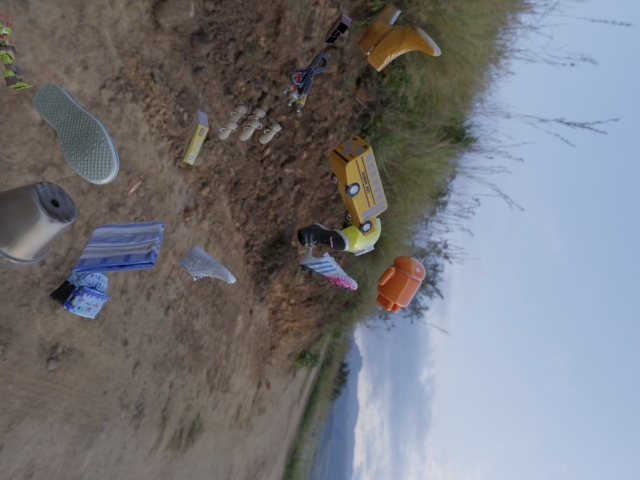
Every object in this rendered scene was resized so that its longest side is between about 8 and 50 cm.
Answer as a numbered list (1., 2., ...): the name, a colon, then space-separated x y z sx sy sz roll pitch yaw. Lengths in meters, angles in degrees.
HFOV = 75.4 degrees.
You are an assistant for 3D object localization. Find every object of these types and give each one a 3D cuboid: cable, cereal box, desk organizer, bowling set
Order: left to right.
1. cereal box: -0.527 -0.439 1.743 0.173 0.047 0.240 -60 -151 19
2. bowling set: -0.343 -0.572 1.916 0.154 0.286 0.200 -26 -104 49
3. cable: -0.063 -0.655 1.632 0.139 0.072 0.287 50 53 -45
4. desk organizer: 0.068 -0.848 1.676 0.130 0.047 0.050 -30 -139 53

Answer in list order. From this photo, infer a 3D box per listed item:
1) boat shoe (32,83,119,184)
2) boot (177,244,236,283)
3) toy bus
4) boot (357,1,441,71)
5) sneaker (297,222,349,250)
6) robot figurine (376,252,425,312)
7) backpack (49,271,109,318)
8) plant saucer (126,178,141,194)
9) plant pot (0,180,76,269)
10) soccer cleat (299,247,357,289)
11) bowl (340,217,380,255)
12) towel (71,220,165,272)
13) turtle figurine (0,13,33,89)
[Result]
1. boat shoe: -0.895 -0.391 1.563 0.500 0.187 0.156 46 -7 18
2. boot: -0.502 0.137 1.816 0.123 0.258 0.095 -49 163 -23
3. toy bus: 0.131 -0.167 1.374 0.108 0.130 0.333 48 -11 44
4. boot: 0.298 -0.742 1.608 0.211 0.295 0.104 -50 170 34
5. sneaker: 0.000 0.000 1.954 0.295 0.146 0.105 25 -54 48
6. robot figurine: 0.286 0.146 1.471 0.220 0.158 0.128 -60 -178 8
7. backpack: -0.836 0.173 1.485 0.173 0.116 0.158 -59 155 -17
8. plant saucer: -0.781 -0.224 1.741 0.083 0.013 0.083 -43 -163 17
9. plant pot: -1.149 -0.086 1.637 0.323 0.280 0.323 60 12 -22
10. soccer cleat: 0.056 0.145 2.135 0.116 0.331 0.143 146 -33 -76
11. bowl: 0.226 -0.005 2.361 0.289 0.289 0.156 98 -28 -83
12. towel: -0.566 0.011 1.188 0.285 0.209 0.034 -122 -149 -61
13. turtle figurine: -1.012 -0.606 1.329 0.269 0.087 0.218 15 -60 56
